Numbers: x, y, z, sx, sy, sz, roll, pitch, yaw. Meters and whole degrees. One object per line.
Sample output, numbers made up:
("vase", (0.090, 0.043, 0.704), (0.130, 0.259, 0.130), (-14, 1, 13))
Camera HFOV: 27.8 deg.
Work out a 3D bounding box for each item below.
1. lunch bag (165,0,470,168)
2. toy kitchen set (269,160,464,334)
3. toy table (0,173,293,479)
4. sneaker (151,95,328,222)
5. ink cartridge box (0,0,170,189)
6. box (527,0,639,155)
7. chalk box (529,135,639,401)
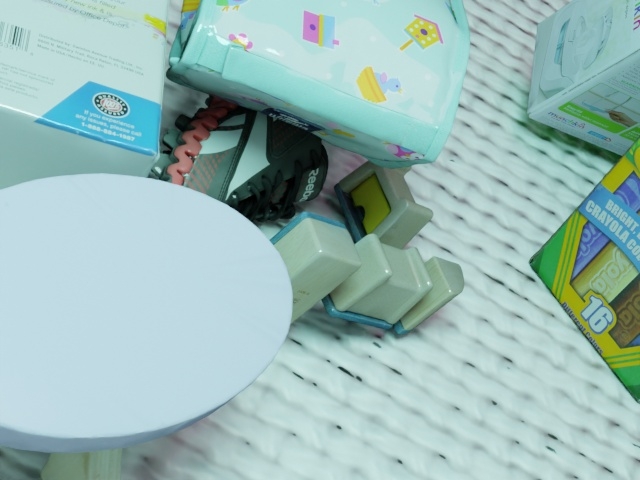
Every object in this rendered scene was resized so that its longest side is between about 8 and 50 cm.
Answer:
("lunch bag", (-0.003, -0.169, 1.055), (0.223, 0.160, 0.262), (22, 34, -13))
("toy kitchen set", (0.000, 0.000, 1.103), (0.207, 0.122, 0.166), (18, 41, -47))
("toy table", (-0.168, 0.068, 0.844), (0.274, 0.161, 0.252), (3, 61, -35))
("sneaker", (-0.067, -0.059, 1.098), (0.135, 0.097, 0.276), (30, 41, -2))
("ink cartridge box", (-0.224, -0.118, 0.999), (0.171, 0.168, 0.232), (16, 46, -19))
("box", (0.391, -0.174, 1.341), (0.262, 0.231, 0.127), (18, 65, -22))
("chalk box", (0.371, -0.019, 1.196), (0.180, 0.289, 0.179), (-19, 65, -40))
